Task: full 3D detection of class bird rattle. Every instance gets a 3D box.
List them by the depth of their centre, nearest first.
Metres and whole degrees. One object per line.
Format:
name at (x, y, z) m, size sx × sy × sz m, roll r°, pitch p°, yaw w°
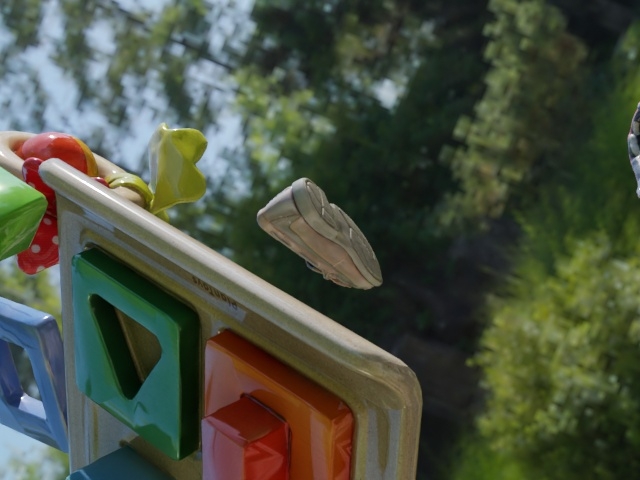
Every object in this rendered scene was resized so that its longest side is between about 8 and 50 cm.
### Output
bird rattle at (-0.234, -0.041, 1.469) m, size 0.253 × 0.207 × 0.143 m, roll -14°, pitch -55°, yaw -53°

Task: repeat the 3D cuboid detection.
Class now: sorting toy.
sorting toy at (-0.044, 0.087, 0.561) m, size 0.047 × 0.347 × 0.196 m, roll -29°, pitch -48°, yaw -35°

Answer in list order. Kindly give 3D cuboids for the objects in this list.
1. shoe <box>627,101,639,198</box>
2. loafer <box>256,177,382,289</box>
shoe at (0.190, -0.022, 0.700) m, size 0.178 × 0.081 × 0.063 m, roll -94°, pitch 10°, yaw -68°
loafer at (0.000, 0.000, 1.007) m, size 0.125 × 0.039 × 0.045 m, roll 46°, pitch -158°, yaw -55°
